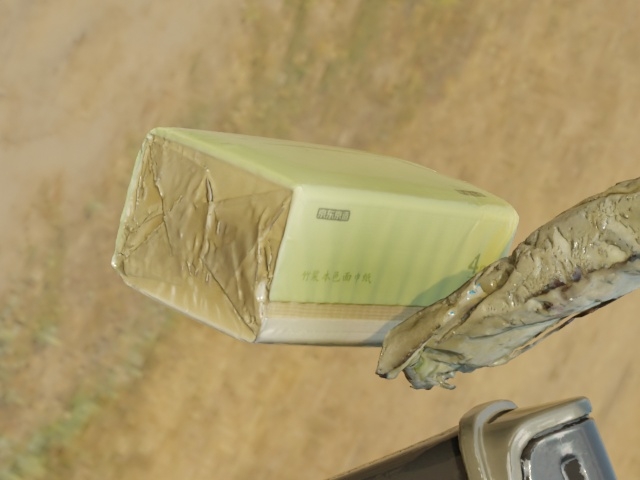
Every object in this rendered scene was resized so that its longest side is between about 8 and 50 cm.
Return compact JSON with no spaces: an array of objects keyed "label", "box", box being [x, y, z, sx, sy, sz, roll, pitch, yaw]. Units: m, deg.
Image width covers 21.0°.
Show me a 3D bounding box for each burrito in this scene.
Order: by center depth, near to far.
[{"label":"burrito","box":[0.132,0.025,0.992,0.229,0.063,0.058,-34,-175,27]}]

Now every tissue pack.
[{"label":"tissue pack","box":[0.000,0.000,1.206,0.234,0.159,0.125,6,103,-46]}]

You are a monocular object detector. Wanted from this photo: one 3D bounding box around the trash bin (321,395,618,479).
[{"label":"trash bin","box":[0.094,0.243,1.305,0.182,0.290,0.209,-4,75,-71]}]
